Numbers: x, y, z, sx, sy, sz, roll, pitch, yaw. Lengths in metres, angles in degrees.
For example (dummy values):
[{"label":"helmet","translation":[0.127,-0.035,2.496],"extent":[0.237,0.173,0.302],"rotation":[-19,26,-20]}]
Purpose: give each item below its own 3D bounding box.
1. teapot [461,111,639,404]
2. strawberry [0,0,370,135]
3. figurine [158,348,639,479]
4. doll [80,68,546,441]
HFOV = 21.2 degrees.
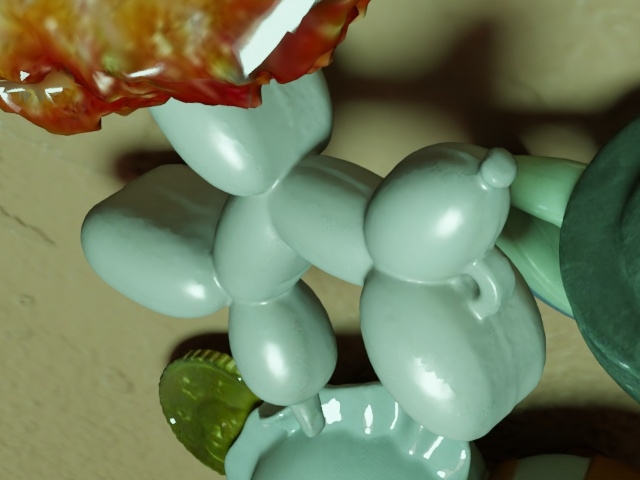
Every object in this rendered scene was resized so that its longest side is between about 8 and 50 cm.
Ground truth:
[{"label":"teapot","translation":[0.121,0.021,0.538],"extent":[0.149,0.111,0.108],"rotation":[-10,146,18]},{"label":"strawberry","translation":[-0.022,-0.123,0.427],"extent":[0.236,0.106,0.175],"rotation":[-12,97,25]},{"label":"figurine","translation":[0.058,0.121,0.665],"extent":[0.271,0.143,0.143],"rotation":[41,143,19]},{"label":"doll","translation":[0.000,0.000,0.535],"extent":[0.160,0.059,0.161],"rotation":[43,141,14]}]
